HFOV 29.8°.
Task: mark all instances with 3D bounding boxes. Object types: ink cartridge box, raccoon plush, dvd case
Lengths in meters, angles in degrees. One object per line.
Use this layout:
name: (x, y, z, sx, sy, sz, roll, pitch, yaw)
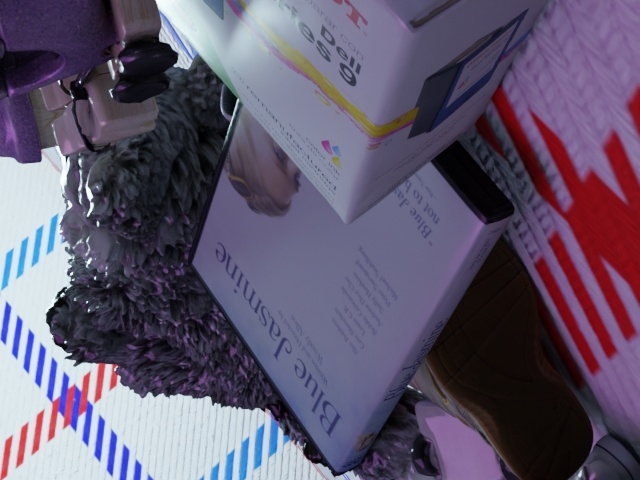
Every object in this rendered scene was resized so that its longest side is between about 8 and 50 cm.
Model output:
ink cartridge box: (0.004, -0.115, 0.463, 0.154, 0.093, 0.212, 49, 166, 8)
raccoon plush: (-0.018, 0.021, 0.932, 0.446, 0.216, 0.299, 23, 157, -11)
dvd case: (0.000, 0.000, 0.673, 0.180, 0.022, 0.253, 52, 144, 23)

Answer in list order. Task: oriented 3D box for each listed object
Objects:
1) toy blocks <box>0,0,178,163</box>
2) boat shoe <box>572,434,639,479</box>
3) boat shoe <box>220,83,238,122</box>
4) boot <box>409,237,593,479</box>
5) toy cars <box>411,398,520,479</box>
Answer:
toy blocks: (-0.239, -0.155, 0.526, 0.288, 0.260, 0.309, 138, 116, -72)
boat shoe: (0.179, 0.154, 0.770, 0.035, 0.035, 0.100, 47, 168, 18)
boat shoe: (-0.033, -0.093, 0.729, 0.066, 0.063, 0.184, 42, 165, 32)
boot: (0.072, 0.047, 0.752, 0.213, 0.077, 0.165, 57, 169, -31)
toy cars: (0.208, 0.269, 0.877, 0.394, 0.087, 0.176, 48, 133, 20)
